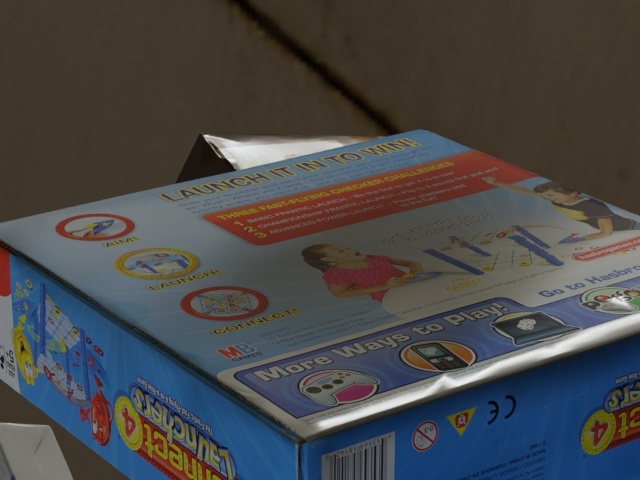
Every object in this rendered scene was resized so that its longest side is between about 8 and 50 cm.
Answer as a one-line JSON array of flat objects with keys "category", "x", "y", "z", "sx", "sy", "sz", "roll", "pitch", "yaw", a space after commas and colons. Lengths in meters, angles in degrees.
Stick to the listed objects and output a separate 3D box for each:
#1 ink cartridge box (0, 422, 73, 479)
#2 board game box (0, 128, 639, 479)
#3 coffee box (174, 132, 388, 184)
[{"category": "ink cartridge box", "x": -0.331, "y": 0.296, "z": 1.805, "sx": 0.078, "sy": 0.231, "sz": 0.134, "roll": 8, "pitch": -136, "yaw": -49}, {"category": "board game box", "x": 0.027, "y": 0.045, "z": 0.964, "sx": 0.308, "sy": 0.302, "sz": 0.086, "roll": -14, "pitch": -65, "yaw": -33}, {"category": "coffee box", "x": 0.000, "y": 0.000, "z": 1.403, "sx": 0.246, "sy": 0.098, "sz": 0.141, "roll": -1, "pitch": -50, "yaw": -44}]
